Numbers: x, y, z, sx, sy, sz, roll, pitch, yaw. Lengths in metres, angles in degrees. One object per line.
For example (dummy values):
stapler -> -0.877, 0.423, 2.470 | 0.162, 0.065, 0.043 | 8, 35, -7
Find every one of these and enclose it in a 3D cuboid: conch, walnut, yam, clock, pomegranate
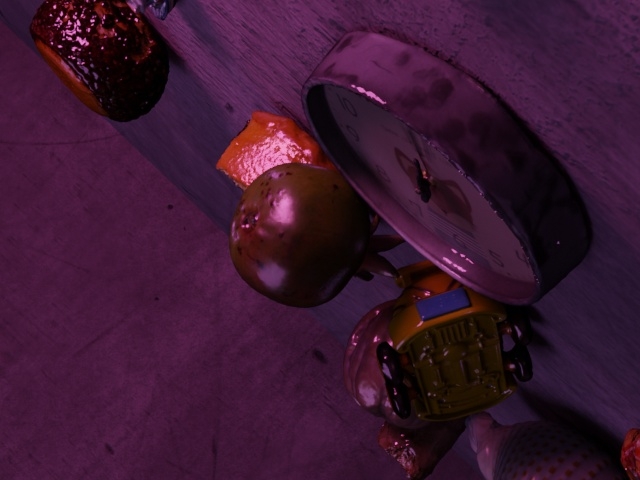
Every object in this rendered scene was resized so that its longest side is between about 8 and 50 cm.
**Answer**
conch -> 0.380, 0.406, 1.288 | 0.303, 0.215, 0.319 | 62, -169, -46
walnut -> 0.144, 0.205, 1.380 | 0.224, 0.224, 0.224 | 42, 170, 9
yam -> 0.211, 0.322, 1.483 | 0.129, 0.238, 0.128 | 42, 174, -33
clock -> 0.113, -0.064, 0.798 | 0.325, 0.067, 0.325 | 42, 171, 9
pomegranate -> 0.000, 0.000, 0.994 | 0.224, 0.182, 0.181 | 17, -174, -33

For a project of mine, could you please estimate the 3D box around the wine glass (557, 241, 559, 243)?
wine glass -> 0.311, 0.076, 0.401 | 0.264, 0.096, 0.309 | 6, 145, 51

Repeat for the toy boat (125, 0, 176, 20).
toy boat -> -0.221, -0.322, 1.044 | 0.059, 0.066, 0.140 | 48, 169, -5

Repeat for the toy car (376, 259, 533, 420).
toy car -> 0.170, 0.129, 1.078 | 0.248, 0.200, 0.142 | 74, -179, -47

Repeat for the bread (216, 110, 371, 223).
bread -> -0.017, -0.064, 1.128 | 0.260, 0.129, 0.134 | 46, 165, -18

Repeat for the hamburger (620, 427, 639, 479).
hamburger -> 0.434, 0.286, 0.885 | 0.231, 0.107, 0.231 | 44, 178, 2

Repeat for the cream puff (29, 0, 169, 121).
cream puff -> -0.356, -0.311, 1.327 | 0.239, 0.165, 0.239 | 42, 169, 10
